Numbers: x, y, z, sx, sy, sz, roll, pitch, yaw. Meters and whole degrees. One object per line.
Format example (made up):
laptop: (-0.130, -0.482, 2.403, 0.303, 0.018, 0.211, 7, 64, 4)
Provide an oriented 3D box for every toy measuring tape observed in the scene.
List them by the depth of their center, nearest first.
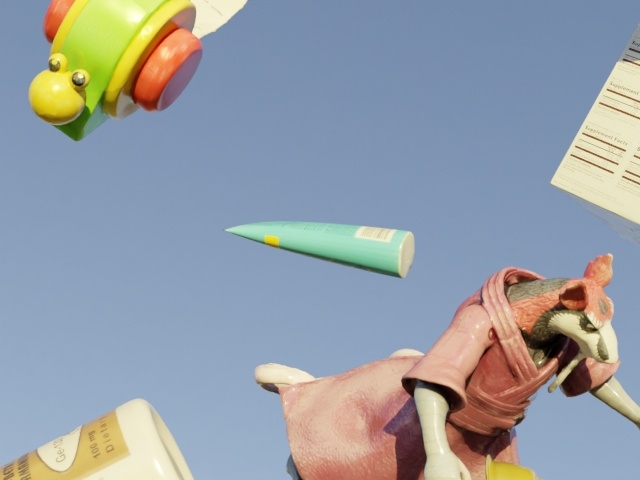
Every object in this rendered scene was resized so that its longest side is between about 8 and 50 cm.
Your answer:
toy measuring tape: (-0.121, -0.184, 1.101, 0.121, 0.330, 0.121, 15, -54, 21)

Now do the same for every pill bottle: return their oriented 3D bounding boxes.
pill bottle: (-0.201, 0.221, 1.016, 0.229, 0.131, 0.131, -27, -31, -5)

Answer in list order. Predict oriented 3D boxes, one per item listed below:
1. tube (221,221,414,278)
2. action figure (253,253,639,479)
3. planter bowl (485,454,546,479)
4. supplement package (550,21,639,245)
tube: (0.000, 0.000, 1.557, 0.207, 0.052, 0.080, 10, 2, 21)
action figure: (0.143, 0.124, 1.247, 0.248, 0.275, 0.370, 5, -46, -36)
planter bowl: (0.187, 0.256, 1.027, 0.090, 0.217, 0.217, -13, -32, 9)
supplement package: (0.394, -0.095, 1.535, 0.149, 0.203, 0.194, 30, 1, 39)
